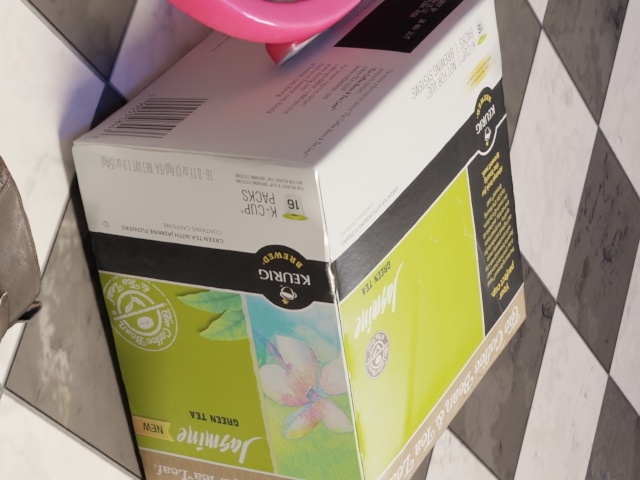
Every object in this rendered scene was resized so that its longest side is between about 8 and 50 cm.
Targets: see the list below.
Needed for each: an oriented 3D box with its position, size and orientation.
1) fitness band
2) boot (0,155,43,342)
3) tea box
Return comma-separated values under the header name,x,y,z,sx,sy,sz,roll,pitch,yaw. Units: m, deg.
name,x,y,z,sx,sy,sz,roll,pitch,yaw
fitness band,-0.048,-0.255,1.426,0.209,0.054,0.291,50,40,-6
boot,-0.267,0.009,1.155,0.229,0.091,0.263,-64,150,-44
tea box,0.000,0.000,1.492,0.329,0.220,0.324,-46,134,-49
